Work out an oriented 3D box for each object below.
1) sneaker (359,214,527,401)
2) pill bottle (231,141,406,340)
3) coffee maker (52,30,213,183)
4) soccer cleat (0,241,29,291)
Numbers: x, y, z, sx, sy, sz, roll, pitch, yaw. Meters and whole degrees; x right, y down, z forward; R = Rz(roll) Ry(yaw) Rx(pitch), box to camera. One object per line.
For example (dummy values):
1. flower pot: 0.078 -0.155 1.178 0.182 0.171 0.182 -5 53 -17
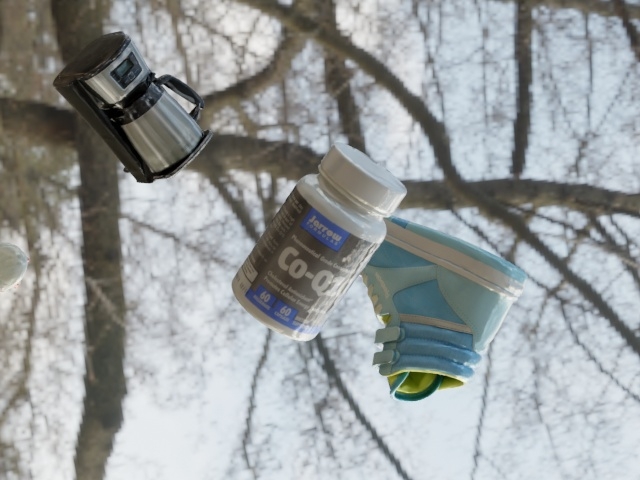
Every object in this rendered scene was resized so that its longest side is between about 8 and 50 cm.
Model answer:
1. sneaker: 0.086 0.080 1.544 0.319 0.127 0.208 21 -93 46
2. pill bottle: 0.000 0.000 0.926 0.137 0.078 0.078 -56 -133 15
3. coffee maker: -0.255 -0.166 1.599 0.171 0.120 0.178 -19 -59 36
4. soccer cleat: -0.455 0.023 1.613 0.196 0.076 0.068 10 -106 42
